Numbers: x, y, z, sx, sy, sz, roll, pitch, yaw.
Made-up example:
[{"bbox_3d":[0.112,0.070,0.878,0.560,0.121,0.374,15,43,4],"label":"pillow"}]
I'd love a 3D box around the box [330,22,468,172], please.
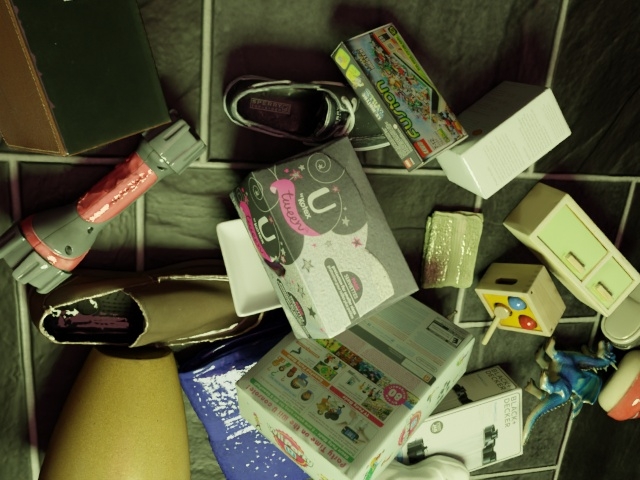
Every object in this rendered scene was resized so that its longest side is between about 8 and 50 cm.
[{"bbox_3d":[0.117,-0.211,0.866,0.114,0.036,0.207,-33,88,-34],"label":"box"}]

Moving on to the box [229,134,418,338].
[{"bbox_3d":[0.000,0.000,0.858,0.163,0.142,0.247,-25,90,-24],"label":"box"}]

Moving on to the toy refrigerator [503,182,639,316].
[{"bbox_3d":[0.473,0.021,1.097,0.269,0.094,0.102,39,95,-25],"label":"toy refrigerator"}]

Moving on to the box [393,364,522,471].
[{"bbox_3d":[0.247,0.371,1.161,0.289,0.087,0.169,-13,112,-12],"label":"box"}]

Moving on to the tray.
[{"bbox_3d":[-0.024,0.021,0.941,0.270,0.030,0.145,-12,84,-25],"label":"tray"}]

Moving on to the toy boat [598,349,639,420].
[{"bbox_3d":[0.676,0.319,1.202,0.231,0.151,0.151,17,106,-46],"label":"toy boat"}]

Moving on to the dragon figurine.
[{"bbox_3d":[0.483,0.284,1.140,0.144,0.289,0.085,28,139,9],"label":"dragon figurine"}]

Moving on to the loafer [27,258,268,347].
[{"bbox_3d":[-0.250,0.115,0.897,0.365,0.130,0.134,-3,110,-15],"label":"loafer"}]

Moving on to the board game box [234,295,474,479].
[{"bbox_3d":[0.057,0.207,0.903,0.303,0.224,0.098,-38,145,-33],"label":"board game box"}]

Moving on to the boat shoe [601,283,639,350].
[{"bbox_3d":[0.708,0.089,1.193,0.335,0.112,0.095,-49,132,10],"label":"boat shoe"}]

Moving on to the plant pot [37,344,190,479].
[{"bbox_3d":[-0.304,0.289,0.909,0.237,0.237,0.254,7,95,-19],"label":"plant pot"}]

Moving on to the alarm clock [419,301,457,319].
[{"bbox_3d":[0.152,0.176,1.075,0.192,0.064,0.129,-1,110,-19],"label":"alarm clock"}]

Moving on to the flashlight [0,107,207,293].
[{"bbox_3d":[-0.297,-0.061,0.816,0.304,0.103,0.103,-41,142,-1],"label":"flashlight"}]

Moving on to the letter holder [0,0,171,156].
[{"bbox_3d":[-0.345,-0.274,0.734,0.152,0.214,0.302,-31,120,-39],"label":"letter holder"}]

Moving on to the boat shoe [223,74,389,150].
[{"bbox_3d":[0.010,-0.189,0.878,0.301,0.102,0.108,6,107,-18],"label":"boat shoe"}]

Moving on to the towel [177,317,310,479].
[{"bbox_3d":[-0.094,0.299,1.046,0.227,0.076,0.308,-20,112,-5],"label":"towel"}]

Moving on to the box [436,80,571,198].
[{"bbox_3d":[0.282,-0.166,0.952,0.170,0.130,0.091,-37,115,0],"label":"box"}]

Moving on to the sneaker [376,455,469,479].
[{"bbox_3d":[0.186,0.449,1.071,0.212,0.094,0.080,6,106,-19],"label":"sneaker"}]

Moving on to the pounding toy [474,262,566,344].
[{"bbox_3d":[0.351,0.122,1.085,0.100,0.141,0.130,-49,118,-27],"label":"pounding toy"}]

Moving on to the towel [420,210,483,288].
[{"bbox_3d":[0.235,0.018,1.062,0.110,0.027,0.148,1,109,-16],"label":"towel"}]
